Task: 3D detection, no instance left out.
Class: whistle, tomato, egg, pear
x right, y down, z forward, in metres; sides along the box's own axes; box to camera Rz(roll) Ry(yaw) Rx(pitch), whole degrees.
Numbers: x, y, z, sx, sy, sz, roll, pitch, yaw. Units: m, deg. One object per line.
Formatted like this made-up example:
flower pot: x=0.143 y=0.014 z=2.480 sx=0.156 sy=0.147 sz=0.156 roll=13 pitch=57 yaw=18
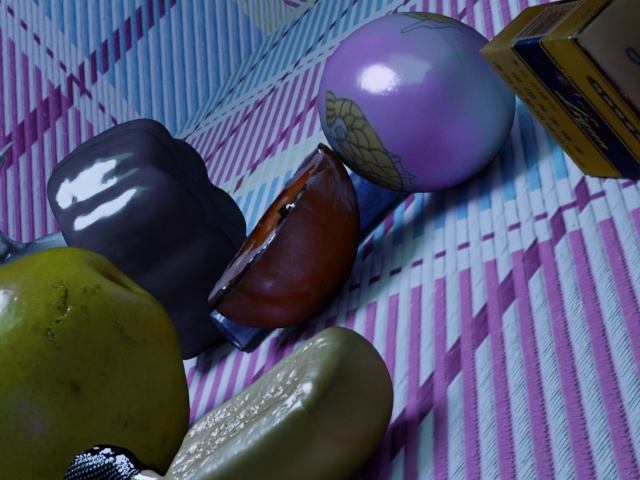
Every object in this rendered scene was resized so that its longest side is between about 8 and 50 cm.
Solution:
whistle: x=0.000 y=0.000 z=2.054 sx=0.304 sy=0.062 sz=0.062 roll=-45 pitch=12 yaw=-10
tomato: x=-0.018 y=0.006 z=1.926 sx=0.199 sy=0.112 sz=0.228 roll=-59 pitch=8 yaw=-22
egg: x=0.103 y=-0.146 z=1.897 sx=0.196 sy=0.196 sz=0.271 roll=-47 pitch=8 yaw=-19
pear: x=-0.289 y=0.172 z=1.845 sx=0.336 sy=0.285 sz=0.285 roll=-36 pitch=12 yaw=3

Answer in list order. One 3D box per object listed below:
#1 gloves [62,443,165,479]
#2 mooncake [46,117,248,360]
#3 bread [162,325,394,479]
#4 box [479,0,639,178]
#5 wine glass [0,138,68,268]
gloves: x=-0.165 y=0.266 z=1.614 sx=0.129 sy=0.106 sz=0.181 roll=-46 pitch=40 yaw=-9
mooncake: x=-0.187 y=-0.008 z=2.177 sx=0.154 sy=0.306 sz=0.306 roll=-35 pitch=13 yaw=9
bread: x=-0.030 y=0.166 z=1.457 sx=0.217 sy=0.098 sz=0.147 roll=-38 pitch=13 yaw=35
box: x=0.234 y=-0.125 z=1.491 sx=0.070 sy=0.152 sz=0.237 roll=-43 pitch=12 yaw=-6
wine glass: x=-0.384 y=0.055 z=2.481 sx=0.238 sy=0.323 sz=0.238 roll=-39 pitch=14 yaw=12
